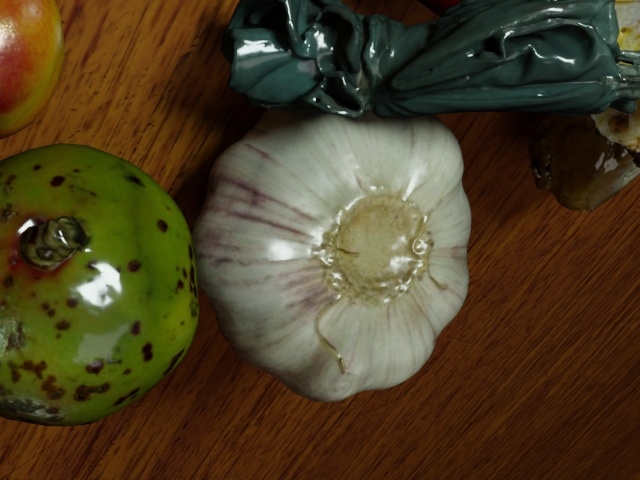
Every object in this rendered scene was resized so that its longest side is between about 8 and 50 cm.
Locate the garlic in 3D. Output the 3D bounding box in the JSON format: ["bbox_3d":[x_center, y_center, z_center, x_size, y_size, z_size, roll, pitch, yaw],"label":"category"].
[{"bbox_3d":[0.000,0.000,0.916,0.245,0.245,0.253,-24,-170,-19],"label":"garlic"}]

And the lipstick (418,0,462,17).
[{"bbox_3d":[0.100,-0.202,0.819,0.080,0.080,0.241,-45,148,17],"label":"lipstick"}]

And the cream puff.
[{"bbox_3d":[0.272,-0.110,1.088,0.165,0.115,0.150,-38,158,-13],"label":"cream puff"}]

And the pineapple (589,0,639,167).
[{"bbox_3d":[0.317,-0.206,0.891,0.262,0.262,0.271,-53,180,28],"label":"pineapple"}]

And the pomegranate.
[{"bbox_3d":[-0.190,0.026,0.785,0.198,0.246,0.198,-5,106,-19],"label":"pomegranate"}]

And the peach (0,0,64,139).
[{"bbox_3d":[-0.196,-0.111,0.643,0.101,0.100,0.100,-25,149,-17],"label":"peach"}]

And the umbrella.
[{"bbox_3d":[0.110,-0.128,0.752,0.143,0.349,0.094,-47,139,-75],"label":"umbrella"}]
